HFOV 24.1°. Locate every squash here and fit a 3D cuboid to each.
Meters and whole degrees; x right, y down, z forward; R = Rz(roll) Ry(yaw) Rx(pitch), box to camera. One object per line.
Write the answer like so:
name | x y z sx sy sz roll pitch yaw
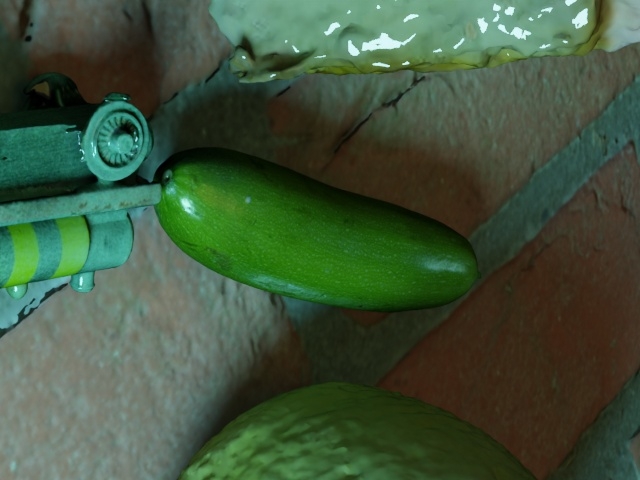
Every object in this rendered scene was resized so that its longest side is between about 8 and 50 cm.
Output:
squash | -0.002 0.001 1.003 0.292 0.082 0.082 17 81 -45

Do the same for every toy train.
toy train | -0.177 -0.021 0.835 0.200 0.083 0.132 -9 110 -45

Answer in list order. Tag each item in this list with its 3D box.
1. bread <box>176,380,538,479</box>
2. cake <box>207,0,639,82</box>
bread | 0.028 0.249 0.956 0.320 0.237 0.320 -9 107 -31
cake | 0.102 -0.260 0.903 0.314 0.293 0.307 -31 118 -70
